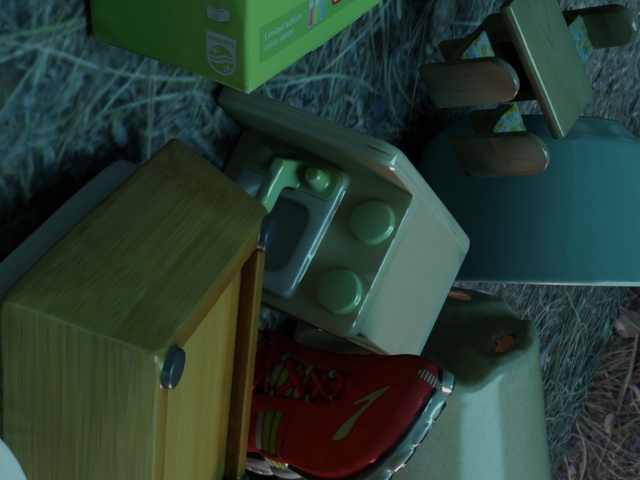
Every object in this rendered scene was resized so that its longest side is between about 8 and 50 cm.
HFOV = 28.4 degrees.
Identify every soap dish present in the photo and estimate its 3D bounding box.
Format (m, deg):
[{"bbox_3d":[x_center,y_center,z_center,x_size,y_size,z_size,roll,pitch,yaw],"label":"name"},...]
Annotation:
[{"bbox_3d":[-0.119,0.112,0.799,0.229,0.118,0.290,-57,156,-59],"label":"soap dish"}]

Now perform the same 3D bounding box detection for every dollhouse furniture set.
[{"bbox_3d":[0.198,-0.208,1.087,0.212,0.161,0.242,-50,124,-36],"label":"dollhouse furniture set"}]

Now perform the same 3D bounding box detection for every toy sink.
[{"bbox_3d":[0.000,0.000,0.970,0.131,0.153,0.234,-65,157,-7],"label":"toy sink"}]

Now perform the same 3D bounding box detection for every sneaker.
[{"bbox_3d":[-0.021,0.114,0.913,0.118,0.279,0.107,45,59,-21],"label":"sneaker"}]

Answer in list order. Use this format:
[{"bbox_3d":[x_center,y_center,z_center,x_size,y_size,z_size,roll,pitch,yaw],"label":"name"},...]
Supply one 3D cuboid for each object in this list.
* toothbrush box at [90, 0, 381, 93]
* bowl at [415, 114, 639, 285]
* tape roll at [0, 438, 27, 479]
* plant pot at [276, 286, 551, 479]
[{"bbox_3d":[-0.030,-0.261,0.722,0.206,0.122,0.283,-43,147,-44],"label":"toothbrush box"},{"bbox_3d":[0.213,-0.037,1.268,0.311,0.312,0.163,1,90,-65],"label":"bowl"},{"bbox_3d":[-0.270,0.189,0.597,0.286,0.100,0.286,-38,139,-43],"label":"tape roll"},{"bbox_3d":[0.088,0.217,1.186,0.334,0.334,0.305,-31,126,-54],"label":"plant pot"}]
